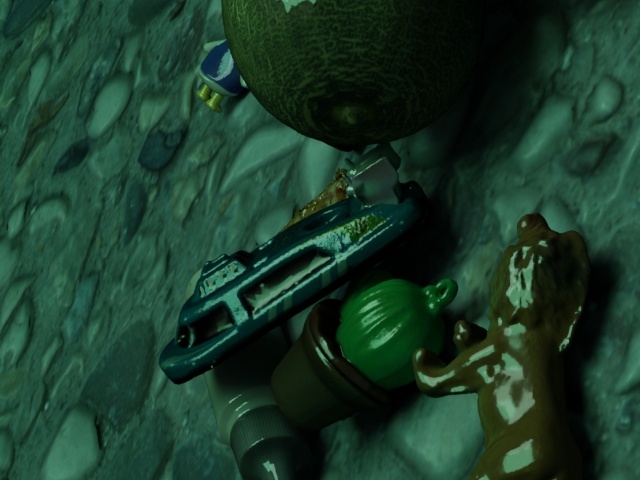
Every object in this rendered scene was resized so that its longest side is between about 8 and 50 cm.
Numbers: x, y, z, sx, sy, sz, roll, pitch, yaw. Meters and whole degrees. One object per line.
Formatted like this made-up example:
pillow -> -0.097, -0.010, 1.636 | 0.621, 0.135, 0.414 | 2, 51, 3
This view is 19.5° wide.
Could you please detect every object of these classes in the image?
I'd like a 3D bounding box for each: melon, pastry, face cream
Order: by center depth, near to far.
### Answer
melon -> 0.030, -0.240, 1.726 | 0.248, 0.249, 0.329 | -40, 41, 41
face cream -> -0.066, 0.142, 1.839 | 0.092, 0.092, 0.311 | -54, 31, 23
pastry -> 0.000, -0.002, 1.865 | 0.169, 0.063, 0.087 | -42, 34, 32

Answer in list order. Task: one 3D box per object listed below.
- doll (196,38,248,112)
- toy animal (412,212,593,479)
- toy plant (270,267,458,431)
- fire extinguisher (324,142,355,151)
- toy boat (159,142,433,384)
doll -> -0.098, -0.220, 2.186 | 0.099, 0.058, 0.143 | 42, 108, 38
toy animal -> 0.156, 0.122, 1.480 | 0.157, 0.097, 0.312 | -30, 47, 39
toy plant -> 0.045, 0.087, 1.685 | 0.200, 0.105, 0.143 | -39, 28, 17
fire extinguisher -> 0.057, -0.207, 1.910 | 0.231, 0.071, 0.099 | -61, 2, 10
toy boat -> -0.040, 0.021, 1.747 | 0.299, 0.092, 0.134 | -32, 11, 13
